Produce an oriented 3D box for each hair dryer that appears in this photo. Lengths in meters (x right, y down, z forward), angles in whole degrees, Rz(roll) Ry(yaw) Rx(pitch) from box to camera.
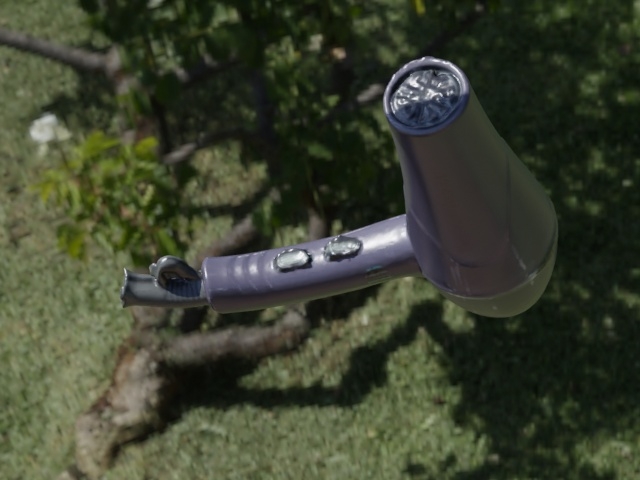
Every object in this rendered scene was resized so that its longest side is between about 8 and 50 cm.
[{"bbox_3d":[0.000,0.000,1.051,0.361,0.301,0.121,-16,59,12],"label":"hair dryer"}]
